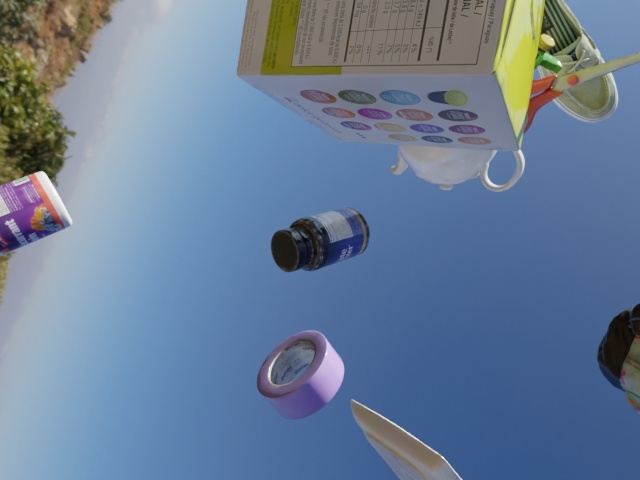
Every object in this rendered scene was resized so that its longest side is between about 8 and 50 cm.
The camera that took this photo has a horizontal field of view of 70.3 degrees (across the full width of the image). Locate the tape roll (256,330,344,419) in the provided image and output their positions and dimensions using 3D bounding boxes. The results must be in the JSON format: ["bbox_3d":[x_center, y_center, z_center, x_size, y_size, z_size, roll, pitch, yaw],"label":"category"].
[{"bbox_3d":[-0.046,0.302,1.034,0.189,0.080,0.189,-28,-157,13],"label":"tape roll"}]

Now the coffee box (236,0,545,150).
[{"bbox_3d":[0.132,-0.339,0.653,0.334,0.337,0.338,10,-88,27],"label":"coffee box"}]

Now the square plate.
[{"bbox_3d":[0.233,0.533,1.014,0.049,0.344,0.347,-43,-163,-20],"label":"square plate"}]

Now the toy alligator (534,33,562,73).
[{"bbox_3d":[0.331,-0.347,0.776,0.051,0.190,0.056,-39,172,-29],"label":"toy alligator"}]

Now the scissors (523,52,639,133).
[{"bbox_3d":[0.383,-0.259,0.731,0.021,0.109,0.297,-48,-170,-32],"label":"scissors"}]

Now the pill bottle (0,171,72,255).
[{"bbox_3d":[-0.544,-0.033,0.772,0.108,0.193,0.108,42,-31,33],"label":"pill bottle"}]

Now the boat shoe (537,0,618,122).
[{"bbox_3d":[0.468,-0.356,0.877,0.109,0.302,0.094,-35,-177,24],"label":"boat shoe"}]

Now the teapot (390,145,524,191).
[{"bbox_3d":[0.302,-0.208,1.060,0.256,0.252,0.187,-90,174,-68],"label":"teapot"}]

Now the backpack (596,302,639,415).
[{"bbox_3d":[0.343,0.133,0.363,0.182,0.152,0.115,-131,-135,-62],"label":"backpack"}]

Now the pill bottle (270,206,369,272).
[{"bbox_3d":[0.000,0.000,1.033,0.123,0.219,0.123,17,-65,42],"label":"pill bottle"}]
